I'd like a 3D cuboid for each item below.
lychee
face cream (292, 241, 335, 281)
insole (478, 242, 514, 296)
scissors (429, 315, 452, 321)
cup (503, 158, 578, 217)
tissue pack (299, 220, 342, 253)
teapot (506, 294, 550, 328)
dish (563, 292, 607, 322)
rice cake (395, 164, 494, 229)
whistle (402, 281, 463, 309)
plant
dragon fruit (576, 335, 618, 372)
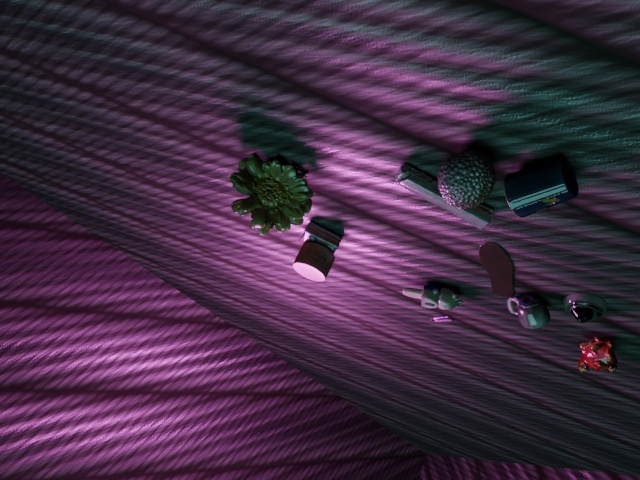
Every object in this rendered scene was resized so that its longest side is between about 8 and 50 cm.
[{"bbox_3d":[0.411,-0.171,1.438,0.165,0.165,0.197,35,152,-15],"label":"lychee"},{"bbox_3d":[-0.027,0.088,2.057,0.149,0.104,0.149,21,156,10],"label":"face cream"},{"bbox_3d":[0.650,0.114,1.834,0.111,0.007,0.327,4,142,33],"label":"insole"},{"bbox_3d":[0.537,0.355,2.263,0.039,0.012,0.113,43,145,-25],"label":"scissors"},{"bbox_3d":[0.619,-0.142,1.386,0.177,0.131,0.155,12,158,-40],"label":"cup"},{"bbox_3d":[0.000,0.000,2.067,0.155,0.065,0.115,26,149,-2],"label":"tissue pack"},{"bbox_3d":[0.780,0.250,1.879,0.111,0.149,0.108,-28,113,2],"label":"teapot"},{"bbox_3d":[0.932,0.256,1.777,0.141,0.078,0.141,18,147,12],"label":"dish"},{"bbox_3d":[0.389,-0.139,1.592,0.336,0.063,0.066,27,153,-4],"label":"rice cake"},{"bbox_3d":[0.459,0.227,2.056,0.245,0.092,0.110,11,147,20],"label":"whistle"},{"bbox_3d":[-0.154,-0.179,1.849,0.261,0.297,0.305,-31,76,28],"label":"plant"},{"bbox_3d":[1.056,0.447,1.919,0.150,0.133,0.207,22,145,-1],"label":"dragon fruit"}]
